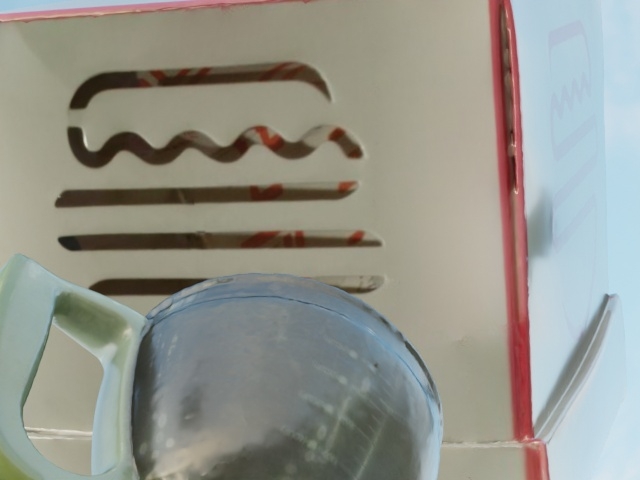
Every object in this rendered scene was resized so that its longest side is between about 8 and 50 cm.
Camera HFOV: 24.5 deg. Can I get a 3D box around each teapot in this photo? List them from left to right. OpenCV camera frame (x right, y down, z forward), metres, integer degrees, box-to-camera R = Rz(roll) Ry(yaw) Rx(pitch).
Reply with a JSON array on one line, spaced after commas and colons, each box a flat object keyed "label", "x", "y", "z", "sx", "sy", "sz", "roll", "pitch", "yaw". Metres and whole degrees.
[{"label": "teapot", "x": -0.033, "y": 0.065, "z": 0.378, "sx": 0.124, "sy": 0.091, "sz": 0.092, "roll": 9, "pitch": -57, "yaw": 5}]

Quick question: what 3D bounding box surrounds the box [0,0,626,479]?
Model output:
[{"label": "box", "x": 0.000, "y": 0.000, "z": 0.853, "sx": 0.314, "sy": 0.312, "sz": 0.300, "roll": -1, "pitch": -79, "yaw": 19}]
